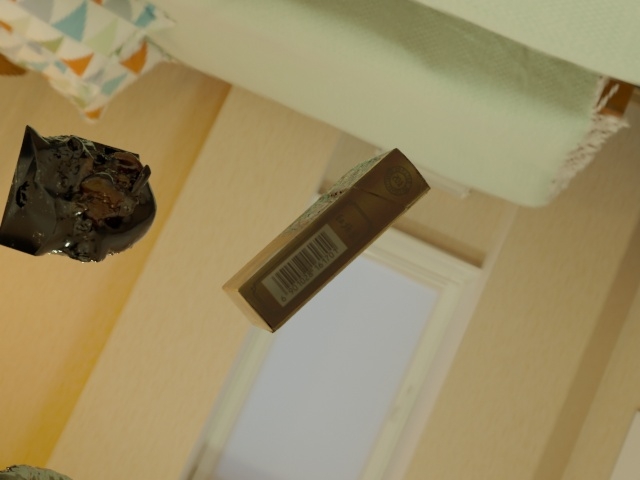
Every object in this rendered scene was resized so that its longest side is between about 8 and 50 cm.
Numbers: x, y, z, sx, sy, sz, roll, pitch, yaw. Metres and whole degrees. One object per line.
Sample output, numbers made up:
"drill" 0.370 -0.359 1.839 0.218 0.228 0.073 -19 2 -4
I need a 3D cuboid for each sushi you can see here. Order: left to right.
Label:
"sushi" -0.411 -0.067 1.514 0.212 0.215 0.227 17 -178 17

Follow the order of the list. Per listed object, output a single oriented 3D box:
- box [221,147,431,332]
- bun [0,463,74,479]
"box" 0.000 0.000 0.974 0.071 0.240 0.159 49 168 -5
"bun" -0.266 0.322 0.749 0.239 0.141 0.239 60 -168 -21
